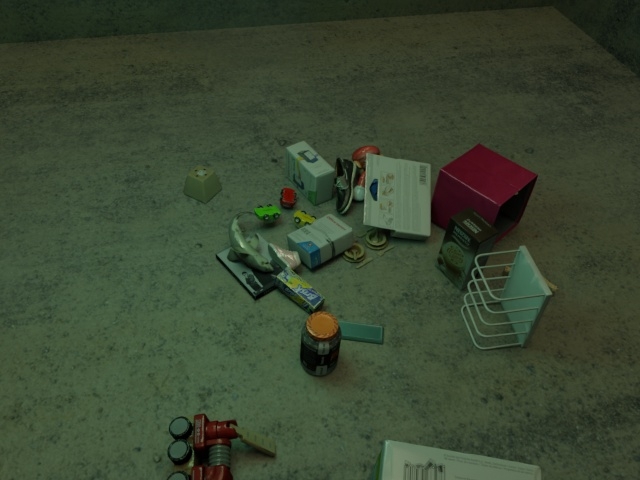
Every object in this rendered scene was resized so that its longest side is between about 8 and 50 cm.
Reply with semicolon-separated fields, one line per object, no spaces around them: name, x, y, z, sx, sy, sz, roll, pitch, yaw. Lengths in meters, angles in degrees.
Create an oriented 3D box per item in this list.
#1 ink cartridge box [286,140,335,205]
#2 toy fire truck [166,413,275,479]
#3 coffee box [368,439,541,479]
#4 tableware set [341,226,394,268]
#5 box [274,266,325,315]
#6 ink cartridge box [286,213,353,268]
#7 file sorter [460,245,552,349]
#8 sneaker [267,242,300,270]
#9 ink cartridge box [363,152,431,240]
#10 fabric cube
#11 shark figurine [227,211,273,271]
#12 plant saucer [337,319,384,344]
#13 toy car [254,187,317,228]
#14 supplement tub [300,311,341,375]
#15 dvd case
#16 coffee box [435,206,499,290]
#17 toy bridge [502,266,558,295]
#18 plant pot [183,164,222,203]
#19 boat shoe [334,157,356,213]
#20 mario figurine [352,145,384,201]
ink cartridge box;-0.043;-0.263;2.209;0.093;0.154;0.212;-24;54;-23
toy fire truck;-0.245;0.555;1.439;0.247;0.158;0.217;-10;47;0
coffee box;0.261;0.677;1.214;0.338;0.334;0.338;10;48;3
tableware set;0.162;0.014;2.041;0.194;0.039;0.128;-29;55;-28
box;-0.068;0.166;1.849;0.169;0.054;0.059;39;55;15
ink cartridge box;0.000;0.000;1.994;0.191;0.082;0.140;-26;42;-26
file sorter;0.557;0.187;1.753;0.173;0.277;0.192;-7;47;-6
sneaker;-0.120;0.051;1.937;0.070;0.051;0.134;-27;58;-31
ink cartridge box;0.278;-0.162;2.095;0.261;0.066;0.296;9;70;-12
fabric cube;0.594;-0.157;2.096;0.259;0.254;0.258;-34;56;-30
shark figurine;-0.286;0.007;1.937;0.166;0.116;0.278;8;44;-45
plant saucer;0.106;0.286;1.794;0.192;0.018;0.067;8;47;1
toy car;-0.147;-0.102;2.091;0.225;0.053;0.239;-10;46;-35
supplement tub;0.000;0.299;1.652;0.117;0.190;0.117;2;47;-2
dvd case;-0.222;0.082;1.952;0.179;0.029;0.239;-29;55;-28
coffee box;0.489;0.029;1.911;0.098;0.246;0.141;-24;53;-25
toy bridge;0.731;0.131;1.961;0.188;0.063;0.026;23;49;17
plant pot;-0.456;-0.225;2.179;0.109;0.096;0.109;24;49;18
boat shoe;0.081;-0.212;2.186;0.079;0.084;0.233;21;63;-29
mario figurine;0.220;-0.237;2.260;0.198;0.170;0.320;13;45;-45
